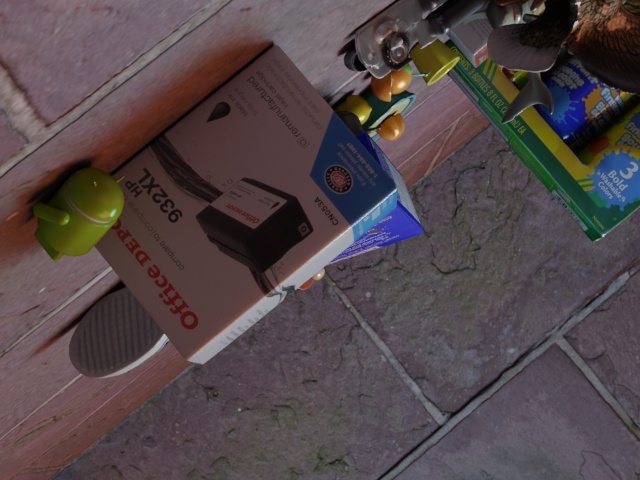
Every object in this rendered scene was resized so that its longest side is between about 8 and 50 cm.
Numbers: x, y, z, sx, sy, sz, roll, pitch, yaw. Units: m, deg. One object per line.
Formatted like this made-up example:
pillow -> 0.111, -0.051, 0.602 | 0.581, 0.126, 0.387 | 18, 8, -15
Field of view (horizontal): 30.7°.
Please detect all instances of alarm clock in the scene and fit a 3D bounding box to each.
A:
alarm clock -> -0.012, -0.148, 1.765 | 0.192, 0.064, 0.129 | -15, 169, -38

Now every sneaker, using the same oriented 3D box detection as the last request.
sneaker -> -0.257, 0.104, 1.876 | 0.321, 0.126, 0.127 | -42, 168, 3

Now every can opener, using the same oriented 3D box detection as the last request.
can opener -> 0.149, -0.322, 1.600 | 0.283, 0.076, 0.095 | -38, -154, -18

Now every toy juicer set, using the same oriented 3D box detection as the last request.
toy juicer set -> 0.082, -0.194, 1.935 | 0.329, 0.089, 0.209 | -44, 173, 40

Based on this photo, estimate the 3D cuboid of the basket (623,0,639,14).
basket -> 0.510, -0.445, 1.823 | 0.213, 0.299, 0.223 | -8, 121, -31

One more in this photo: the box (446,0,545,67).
box -> 0.279, -0.369, 1.836 | 0.170, 0.091, 0.130 | -41, 174, 7

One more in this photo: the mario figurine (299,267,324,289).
mario figurine -> 0.000, 0.000, 2.432 | 0.198, 0.170, 0.320 | 6, 138, -30

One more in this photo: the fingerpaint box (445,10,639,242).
fingerpaint box -> 0.496, -0.284, 2.094 | 0.371, 0.445, 0.163 | -39, 173, 2

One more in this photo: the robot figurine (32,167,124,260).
robot figurine -> -0.250, -0.029, 1.217 | 0.115, 0.067, 0.101 | -44, 168, 31

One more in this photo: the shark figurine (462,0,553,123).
shark figurine -> 0.273, -0.305, 1.740 | 0.116, 0.166, 0.278 | -4, 153, 20

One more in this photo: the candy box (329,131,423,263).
candy box -> -0.002, -0.042, 1.825 | 0.268, 0.122, 0.317 | -19, 167, 10

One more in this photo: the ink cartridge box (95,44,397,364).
ink cartridge box -> -0.097, -0.037, 1.350 | 0.307, 0.223, 0.129 | -39, 173, -3

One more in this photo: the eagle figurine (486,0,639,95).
eagle figurine -> 0.376, -0.304, 1.550 | 0.225, 0.226, 0.298 | -6, 162, 38
